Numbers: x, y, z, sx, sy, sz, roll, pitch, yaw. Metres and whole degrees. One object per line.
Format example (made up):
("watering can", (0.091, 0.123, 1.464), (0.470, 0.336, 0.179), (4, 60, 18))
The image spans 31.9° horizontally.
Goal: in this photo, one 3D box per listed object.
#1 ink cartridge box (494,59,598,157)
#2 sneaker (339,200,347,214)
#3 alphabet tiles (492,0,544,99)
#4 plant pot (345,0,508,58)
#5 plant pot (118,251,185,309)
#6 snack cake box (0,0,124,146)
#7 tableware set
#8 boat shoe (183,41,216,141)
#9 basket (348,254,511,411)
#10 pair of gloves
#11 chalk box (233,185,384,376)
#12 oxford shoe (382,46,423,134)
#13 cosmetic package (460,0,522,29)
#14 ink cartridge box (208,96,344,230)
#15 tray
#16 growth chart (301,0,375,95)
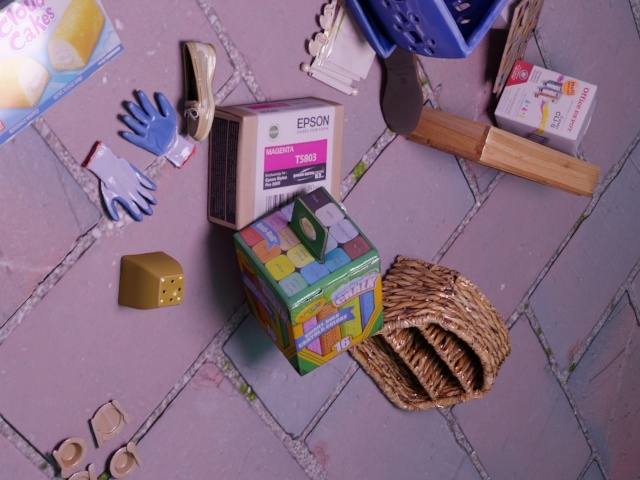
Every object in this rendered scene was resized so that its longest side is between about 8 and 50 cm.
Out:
("ink cartridge box", (0.464, -0.269, 2.296), (0.128, 0.176, 0.127), (-67, 164, -7))
("sneaker", (0.000, 0.000, 2.018), (0.065, 0.061, 0.158), (15, 92, -41))
("alphabet tiles", (0.402, -0.406, 2.250), (0.198, 0.009, 0.237), (-50, 158, -43))
("plant pot", (0.166, -0.453, 1.894), (0.236, 0.212, 0.236), (56, 51, -32))
("plant pot", (-0.256, 0.069, 1.755), (0.081, 0.083, 0.081), (-7, 108, -45))
("snack cake box", (-0.407, -0.249, 1.488), (0.264, 0.089, 0.152), (-45, 132, -27))
("tableware set", (-0.358, 0.345, 1.790), (0.168, 0.020, 0.141), (-36, 127, -33))
("boat shoe", (-0.195, -0.231, 1.742), (0.048, 0.056, 0.153), (0, 102, -36))
("basket", (0.228, 0.212, 2.210), (0.223, 0.213, 0.299), (-54, 134, -20))
("pair of gloves", (-0.275, -0.125, 1.716), (0.198, 0.023, 0.159), (-58, 135, -16))
("chalk box", (-0.019, 0.051, 1.832), (0.179, 0.180, 0.289), (-30, 146, -15))
("oxford shoe", (0.155, -0.298, 2.075), (0.076, 0.076, 0.212), (-75, 164, -56))
("cosmetic package", (0.361, -0.543, 2.180), (0.127, 0.107, 0.238), (42, 69, -45))
("ink cartridge box", (-0.072, -0.132, 1.877), (0.234, 0.088, 0.193), (-13, 113, -42))
("tray", (0.364, -0.174, 2.227), (0.411, 0.202, 0.076), (10, 100, -47))
("growth chart", (0.057, -0.375, 1.977), (0.172, 0.021, 0.237), (31, 81, -46))
